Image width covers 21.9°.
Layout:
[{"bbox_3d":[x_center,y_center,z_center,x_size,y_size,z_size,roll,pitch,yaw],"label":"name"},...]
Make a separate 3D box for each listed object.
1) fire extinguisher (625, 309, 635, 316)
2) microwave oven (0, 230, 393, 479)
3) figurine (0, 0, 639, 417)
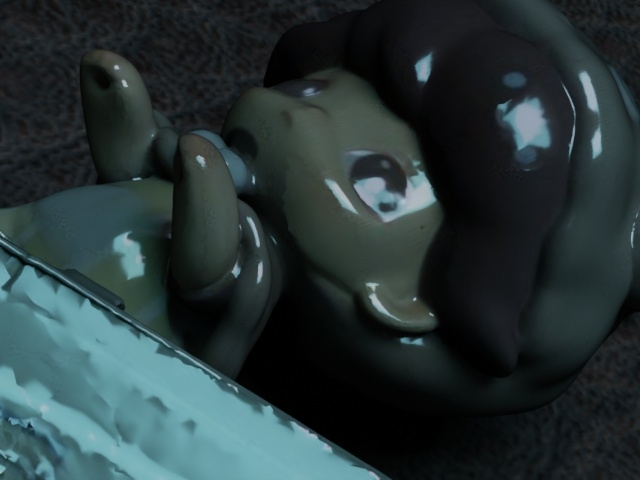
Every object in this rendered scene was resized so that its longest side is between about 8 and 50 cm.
[{"bbox_3d":[0.150,-0.027,0.984,0.078,0.045,0.157,-10,59,-10],"label":"fire extinguisher"},{"bbox_3d":[-0.080,0.156,0.573,0.295,0.181,0.237,32,72,-1],"label":"microwave oven"},{"bbox_3d":[-0.001,0.000,0.779,0.380,0.203,0.248,-18,40,-21],"label":"figurine"}]
